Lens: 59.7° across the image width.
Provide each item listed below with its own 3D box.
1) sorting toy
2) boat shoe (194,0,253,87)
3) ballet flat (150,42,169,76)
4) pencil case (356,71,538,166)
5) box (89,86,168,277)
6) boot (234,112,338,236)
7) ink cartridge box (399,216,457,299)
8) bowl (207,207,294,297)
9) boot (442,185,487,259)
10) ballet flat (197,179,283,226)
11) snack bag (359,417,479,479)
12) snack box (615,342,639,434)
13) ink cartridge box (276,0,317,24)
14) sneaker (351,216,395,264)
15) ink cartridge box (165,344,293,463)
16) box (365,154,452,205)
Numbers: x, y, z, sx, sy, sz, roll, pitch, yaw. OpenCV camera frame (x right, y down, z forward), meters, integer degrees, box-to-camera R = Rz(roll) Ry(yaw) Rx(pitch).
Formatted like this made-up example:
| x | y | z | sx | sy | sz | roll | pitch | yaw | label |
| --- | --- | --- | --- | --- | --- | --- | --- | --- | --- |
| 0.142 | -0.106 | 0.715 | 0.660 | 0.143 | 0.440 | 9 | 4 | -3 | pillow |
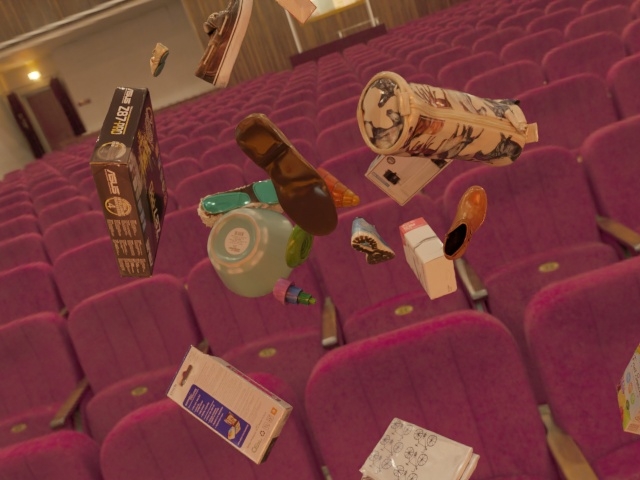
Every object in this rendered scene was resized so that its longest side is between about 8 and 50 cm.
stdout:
| x | y | z | sx | sy | sz | roll | pitch | yaw | label |
| --- | --- | --- | --- | --- | --- | --- | --- | --- | --- |
| 0.000 | 0.000 | 1.401 | 0.126 | 0.366 | 0.127 | 16 | -10 | 17 | sorting toy |
| -0.292 | -0.631 | 1.677 | 0.119 | 0.336 | 0.121 | 18 | -10 | -21 | boat shoe |
| -0.597 | -0.667 | 2.051 | 0.057 | 0.052 | 0.168 | -53 | 11 | -34 | ballet flat |
| 0.268 | -0.249 | 1.187 | 0.410 | 0.160 | 0.183 | 0 | -9 | -36 | pencil case |
| -0.487 | -0.147 | 1.458 | 0.097 | 0.395 | 0.318 | 2 | 45 | -4 | box |
| -0.058 | -0.147 | 1.203 | 0.112 | 0.305 | 0.115 | -31 | 17 | 16 | boot |
| 0.441 | 0.071 | 2.301 | 0.117 | 0.207 | 0.283 | -20 | 36 | -2 | ink cartridge box |
| -0.245 | 0.017 | 1.829 | 0.311 | 0.312 | 0.163 | -14 | -22 | 17 | bowl |
| 0.500 | -0.065 | 1.956 | 0.109 | 0.284 | 0.220 | 28 | 8 | 17 | boot |
| -0.259 | -0.136 | 2.086 | 0.408 | 0.147 | 0.147 | -12 | 14 | -18 | ballet flat |
| 0.185 | 0.609 | 1.343 | 0.343 | 0.037 | 0.323 | -52 | 20 | -19 | snack bag |
| 0.562 | 0.254 | 0.972 | 0.037 | 0.141 | 0.100 | 10 | 38 | 10 | snack box |
| -0.093 | -0.704 | 1.600 | 0.067 | 0.115 | 0.198 | -46 | 34 | 17 | ink cartridge box |
| 0.113 | -0.002 | 1.197 | 0.063 | 0.162 | 0.073 | -18 | 59 | 18 | sneaker |
| -0.274 | 0.474 | 1.645 | 0.370 | 0.176 | 0.069 | 27 | 0 | 21 | ink cartridge box |
| 0.293 | -0.261 | 1.741 | 0.290 | 0.169 | 0.087 | -44 | 10 | 41 | box |
